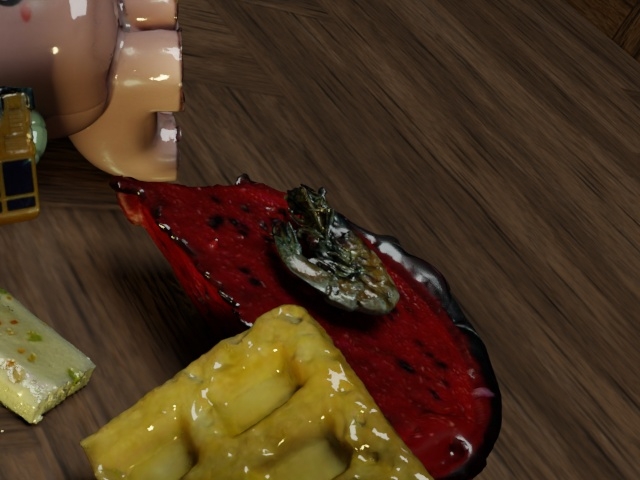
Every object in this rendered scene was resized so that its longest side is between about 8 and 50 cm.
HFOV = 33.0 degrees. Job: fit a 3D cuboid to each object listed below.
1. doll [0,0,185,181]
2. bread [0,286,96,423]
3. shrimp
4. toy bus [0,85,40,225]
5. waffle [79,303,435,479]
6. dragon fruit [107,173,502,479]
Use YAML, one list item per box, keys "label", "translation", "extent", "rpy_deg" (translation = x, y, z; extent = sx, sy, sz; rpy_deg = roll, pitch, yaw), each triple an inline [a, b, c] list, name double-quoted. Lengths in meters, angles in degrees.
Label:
- label: "doll"
  translation: [-0.250, -0.148, 0.908]
  extent: [0.268, 0.216, 0.284]
  rpy_deg: [-1, 55, -10]
- label: "bread"
  translation: [-0.226, 0.058, 0.725]
  extent: [0.153, 0.028, 0.068]
  rpy_deg: [38, 27, 10]
- label: "shrimp"
  translation: [0.000, 0.000, 0.825]
  extent: [0.091, 0.034, 0.161]
  rpy_deg: [10, 31, -37]
- label: "toy bus"
  translation: [-0.296, -0.047, 0.710]
  extent: [0.201, 0.114, 0.098]
  rpy_deg: [-13, 15, -41]
- label: "waffle"
  translation: [-0.009, 0.175, 0.610]
  extent: [0.274, 0.168, 0.057]
  rpy_deg: [51, -9, 35]
- label: "dragon fruit"
  translation: [0.014, 0.074, 0.848]
  extent: [0.282, 0.100, 0.343]
  rpy_deg: [-7, 43, -48]
